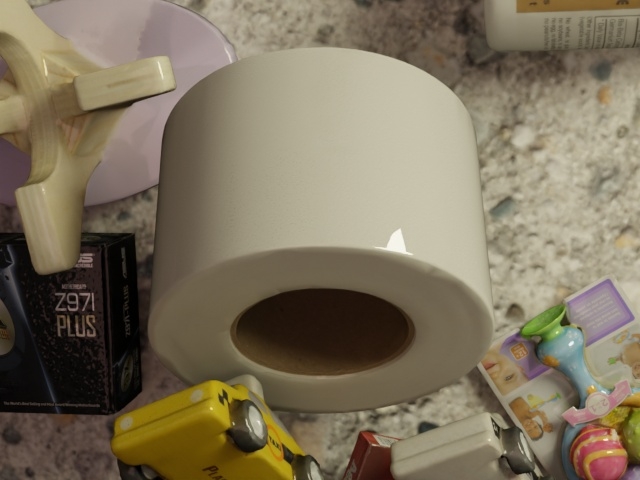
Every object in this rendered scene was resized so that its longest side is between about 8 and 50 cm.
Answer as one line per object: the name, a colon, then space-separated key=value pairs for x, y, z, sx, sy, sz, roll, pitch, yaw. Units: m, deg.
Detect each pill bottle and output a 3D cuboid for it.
pill bottle: x=0.237 y=-0.208 z=0.907 sx=0.229 sy=0.131 sz=0.131 roll=0 pitch=98 yaw=9

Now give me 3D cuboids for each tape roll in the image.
tape roll: x=0.000 y=0.000 z=0.897 sx=0.246 sy=0.246 sz=0.169 roll=-7 pitch=57 yaw=10

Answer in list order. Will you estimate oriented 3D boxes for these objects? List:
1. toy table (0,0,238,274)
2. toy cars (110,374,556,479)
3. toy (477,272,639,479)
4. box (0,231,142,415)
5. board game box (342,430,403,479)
toy table: x=-0.215 y=-0.110 z=0.983 sx=0.274 sy=0.161 sz=0.252 roll=-24 pitch=94 yaw=13
toy cars: x=0.026 y=0.158 z=0.912 sx=0.394 sy=0.087 sz=0.176 roll=10 pitch=138 yaw=-23
toy: x=0.242 y=0.162 z=1.000 sx=0.137 sy=0.056 sz=0.237 roll=-32 pitch=92 yaw=14
box: x=-0.252 y=0.069 z=1.056 sx=0.180 sy=0.077 sz=0.147 roll=1 pitch=98 yaw=9
board game box: x=0.053 y=0.303 z=1.034 sx=0.145 sy=0.027 sz=0.281 roll=15 pitch=102 yaw=-22
